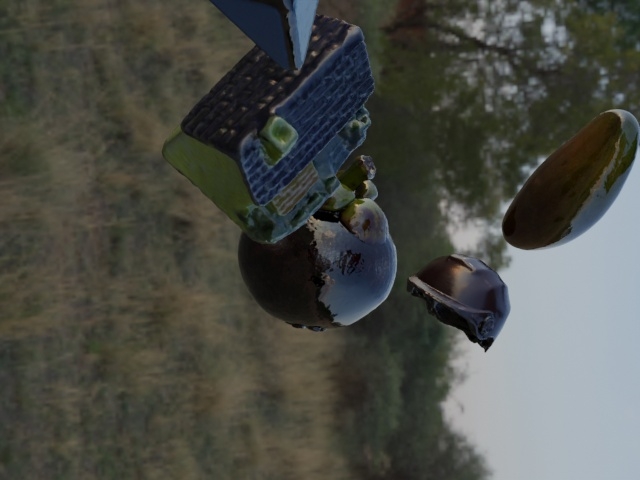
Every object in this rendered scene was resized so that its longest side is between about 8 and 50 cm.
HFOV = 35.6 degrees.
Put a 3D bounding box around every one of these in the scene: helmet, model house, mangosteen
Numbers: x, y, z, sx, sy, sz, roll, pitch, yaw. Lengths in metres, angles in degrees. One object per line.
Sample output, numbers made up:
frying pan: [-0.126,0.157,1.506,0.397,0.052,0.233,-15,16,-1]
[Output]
helmet: [0.143,0.051,0.984,0.070,0.098,0.123,-51,145,-8]
model house: [-0.025,-0.116,0.988,0.170,0.194,0.211,46,-17,-9]
mangosteen: [-0.012,0.008,1.801,0.297,0.296,0.314,-67,139,-81]

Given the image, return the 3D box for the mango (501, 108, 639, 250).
mango: [0.351,-0.072,1.386,0.267,0.111,0.133,-52,175,38]

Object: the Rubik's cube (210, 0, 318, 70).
Rubik's cube: [-0.105,-0.231,0.573,0.250,0.234,0.284,97,8,-45]
